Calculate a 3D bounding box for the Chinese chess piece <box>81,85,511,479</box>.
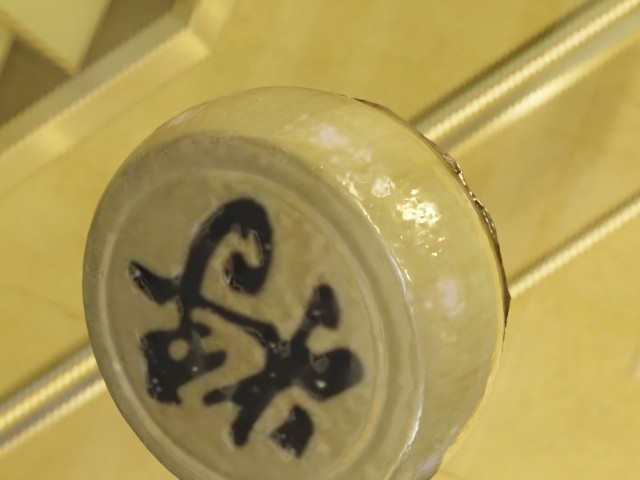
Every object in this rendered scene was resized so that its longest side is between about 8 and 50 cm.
[{"bbox_3d":[-0.018,0.038,0.954,0.104,0.257,0.257,-28,138,-54],"label":"Chinese chess piece"}]
